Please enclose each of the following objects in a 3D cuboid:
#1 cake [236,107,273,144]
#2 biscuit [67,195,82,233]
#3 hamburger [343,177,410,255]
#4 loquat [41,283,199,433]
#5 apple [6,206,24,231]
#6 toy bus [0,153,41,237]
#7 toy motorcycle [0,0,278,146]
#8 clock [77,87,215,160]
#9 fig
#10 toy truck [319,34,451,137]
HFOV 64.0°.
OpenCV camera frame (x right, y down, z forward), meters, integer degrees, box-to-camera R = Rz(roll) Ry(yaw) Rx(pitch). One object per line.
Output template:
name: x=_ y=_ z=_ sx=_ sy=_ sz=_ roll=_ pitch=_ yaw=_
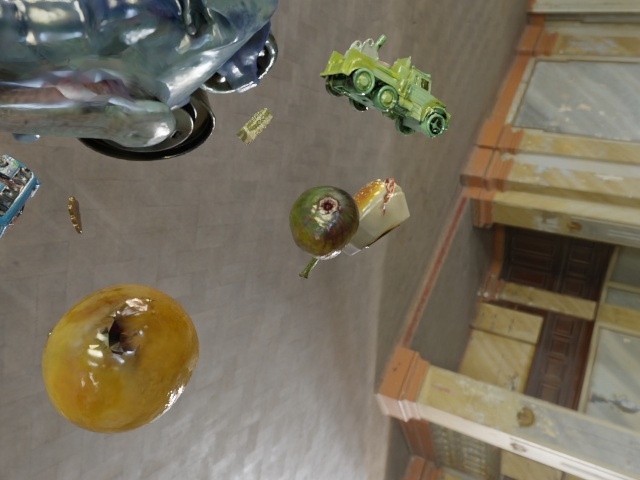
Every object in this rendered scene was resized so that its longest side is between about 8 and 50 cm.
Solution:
cake: x=-0.189 y=-0.332 z=1.486 sx=0.051 sy=0.055 sz=0.140 roll=46 pitch=45 yaw=-15
biscuit: x=-0.587 y=-0.060 z=1.226 sx=0.016 sy=0.082 sz=0.092 roll=-8 pitch=108 yaw=-14
hamburger: x=0.129 y=-0.065 z=1.469 sx=0.227 sy=0.151 sz=0.295 roll=-36 pitch=-179 yaw=-19
loquat: x=-0.349 y=0.205 z=0.907 sx=0.263 sy=0.263 sz=0.262 roll=-36 pitch=133 yaw=-53
apple: x=-1.042 y=-0.129 z=1.527 sx=0.206 sy=0.252 sz=0.271 roll=-55 pitch=122 yaw=-79
toy bus: x=-0.838 y=-0.109 z=1.325 sx=0.134 sy=0.113 sz=0.246 roll=32 pitch=29 yaw=-26
toy motorcycle: x=-0.165 y=-0.171 z=0.427 sx=0.319 sy=0.241 sz=0.181 roll=-19 pitch=102 yaw=-22
clock: x=-0.238 y=-0.169 z=0.691 sx=0.184 sy=0.185 sz=0.040 roll=29 pitch=46 yaw=-63
fig: x=0.000 y=0.000 z=1.044 sx=0.149 sy=0.149 sz=0.245 roll=-57 pitch=169 yaw=-34
toy truck: x=0.144 y=-0.300 z=0.996 sx=0.260 sy=0.128 sz=0.135 roll=25 pitch=91 yaw=-28
